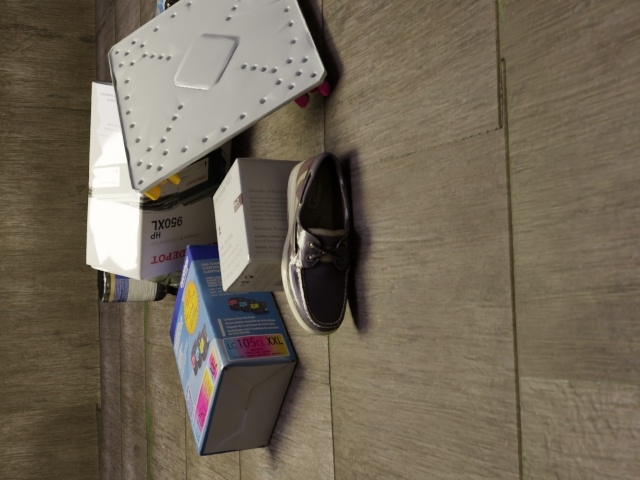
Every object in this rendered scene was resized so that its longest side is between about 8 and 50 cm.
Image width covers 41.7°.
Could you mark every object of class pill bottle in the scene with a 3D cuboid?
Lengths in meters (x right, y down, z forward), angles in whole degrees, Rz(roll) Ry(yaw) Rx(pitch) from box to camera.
[{"bbox_3d":[-0.482,0.104,2.265,0.123,0.219,0.122,180,90,-66],"label":"pill bottle"}]

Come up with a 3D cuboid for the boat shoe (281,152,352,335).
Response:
[{"bbox_3d":[0.000,0.000,1.295,0.092,0.103,0.285,139,133,-67],"label":"boat shoe"}]

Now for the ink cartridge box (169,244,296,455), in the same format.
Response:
[{"bbox_3d":[-0.196,0.190,1.698,0.395,0.151,0.270,-113,32,-46],"label":"ink cartridge box"}]

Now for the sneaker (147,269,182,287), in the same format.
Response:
[{"bbox_3d":[-0.316,0.056,2.069,0.228,0.130,0.087,-28,56,33],"label":"sneaker"}]

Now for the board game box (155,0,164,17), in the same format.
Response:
[{"bbox_3d":[-0.432,-0.572,2.363,0.160,0.047,0.210,-118,36,-47],"label":"board game box"}]

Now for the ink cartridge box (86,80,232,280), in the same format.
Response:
[{"bbox_3d":[-0.341,-0.138,1.818,0.166,0.285,0.394,14,106,30],"label":"ink cartridge box"}]

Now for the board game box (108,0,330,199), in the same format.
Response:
[{"bbox_3d":[-0.194,-0.308,1.507,0.390,0.050,0.389,-29,52,14],"label":"board game box"}]

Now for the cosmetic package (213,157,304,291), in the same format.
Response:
[{"bbox_3d":[-0.082,-0.023,1.417,0.151,0.152,0.183,134,132,-57],"label":"cosmetic package"}]

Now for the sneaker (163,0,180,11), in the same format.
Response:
[{"bbox_3d":[-0.359,-0.544,2.170,0.217,0.079,0.121,112,146,-57],"label":"sneaker"}]
